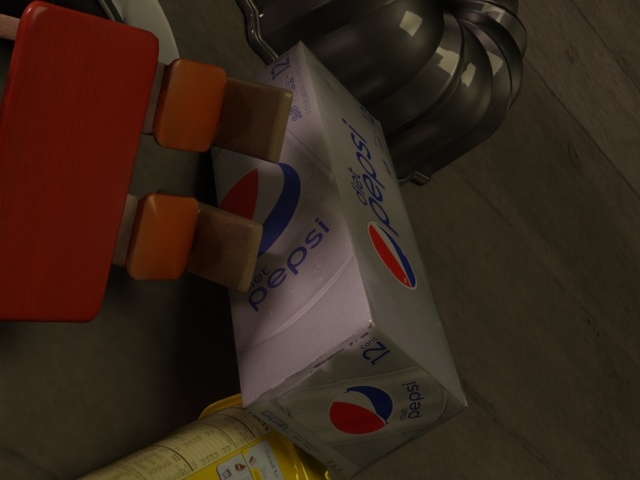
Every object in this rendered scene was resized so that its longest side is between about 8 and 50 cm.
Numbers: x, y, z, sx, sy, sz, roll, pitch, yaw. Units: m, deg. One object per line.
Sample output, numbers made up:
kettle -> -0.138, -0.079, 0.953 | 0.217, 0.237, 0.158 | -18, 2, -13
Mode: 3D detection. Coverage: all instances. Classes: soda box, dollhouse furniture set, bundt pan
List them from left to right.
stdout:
dollhouse furniture set -> -0.112, -0.085, 0.559 | 0.262, 0.135, 0.259 | 4, 102, -51
soda box -> 0.000, 0.000, 0.737 | 0.098, 0.091, 0.286 | 42, 23, -36
bundt pan -> 0.068, -0.218, 1.009 | 0.331, 0.124, 0.331 | 31, 47, -41

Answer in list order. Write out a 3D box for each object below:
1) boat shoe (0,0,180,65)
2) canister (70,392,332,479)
boat shoe -> -0.182, -0.169, 0.644 | 0.108, 0.102, 0.301 | 39, -11, 37
canister -> -0.067, 0.162, 0.635 | 0.170, 0.073, 0.126 | -17, 85, -56
